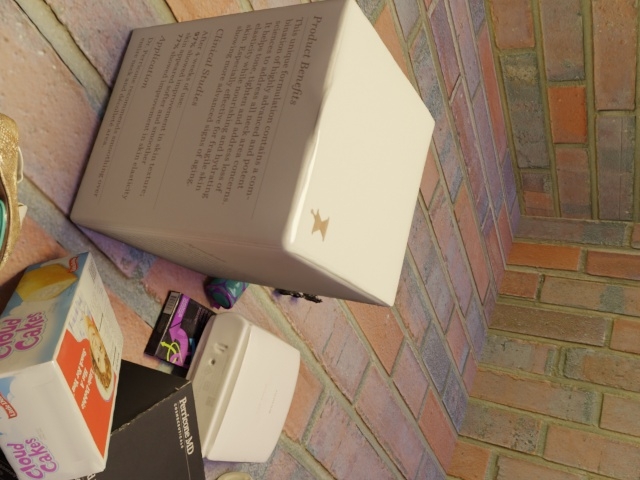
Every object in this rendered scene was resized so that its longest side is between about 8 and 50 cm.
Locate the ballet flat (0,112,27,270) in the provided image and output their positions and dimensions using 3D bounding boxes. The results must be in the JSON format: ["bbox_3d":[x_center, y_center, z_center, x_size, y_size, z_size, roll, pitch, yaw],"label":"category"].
[{"bbox_3d":[-0.392,-0.058,0.702,0.067,0.073,0.206,-24,120,-71],"label":"ballet flat"}]

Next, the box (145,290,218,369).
[{"bbox_3d":[-0.234,0.173,1.035,0.162,0.029,0.116,46,58,-54],"label":"box"}]

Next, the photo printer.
[{"bbox_3d":[-0.143,0.295,1.097,0.307,0.107,0.256,51,53,-62],"label":"photo printer"}]

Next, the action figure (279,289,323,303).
[{"bbox_3d":[0.000,0.000,1.285,0.164,0.140,0.276,22,78,-46],"label":"action figure"}]

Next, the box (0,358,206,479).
[{"bbox_3d":[-0.325,0.393,0.781,0.312,0.178,0.344,-25,116,-53],"label":"box"}]

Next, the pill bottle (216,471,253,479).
[{"bbox_3d":[-0.174,0.549,1.152,0.078,0.078,0.137,-10,104,-58],"label":"pill bottle"}]

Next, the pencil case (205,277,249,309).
[{"bbox_3d":[-0.156,0.062,1.108,0.152,0.064,0.070,-54,-179,-38],"label":"pencil case"}]

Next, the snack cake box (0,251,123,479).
[{"bbox_3d":[-0.314,0.141,0.695,0.264,0.089,0.152,-120,-162,-63],"label":"snack cake box"}]

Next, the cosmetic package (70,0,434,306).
[{"bbox_3d":[-0.087,-0.112,0.876,0.327,0.393,0.330,33,68,-56],"label":"cosmetic package"}]
